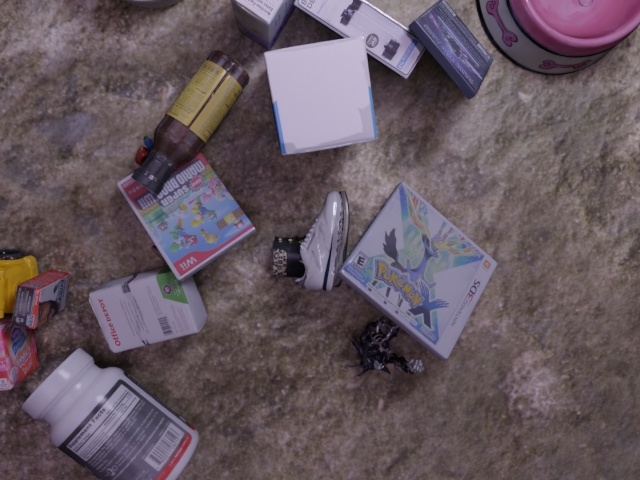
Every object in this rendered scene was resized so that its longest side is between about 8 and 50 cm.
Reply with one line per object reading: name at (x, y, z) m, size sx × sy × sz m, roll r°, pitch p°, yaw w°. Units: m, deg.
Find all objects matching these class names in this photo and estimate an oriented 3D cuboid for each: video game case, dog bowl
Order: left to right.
video game case at (-0.309, -0.076, 1.160) m, size 0.204 × 0.025 × 0.285 m, roll -35°, pitch 75°, yaw -9°
video game case at (0.243, 0.067, 1.220) m, size 0.329 × 0.036 × 0.300 m, roll 39°, pitch 66°, yaw -7°
video game case at (0.299, -0.435, 1.129) m, size 0.196 × 0.274 × 0.026 m, roll 47°, pitch 131°, yaw -9°
dog bowl at (0.583, -0.604, 1.170) m, size 0.407 × 0.150 × 0.409 m, roll -1°, pitch 98°, yaw -4°

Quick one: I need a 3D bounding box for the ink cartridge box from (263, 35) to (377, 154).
ink cartridge box at (-0.007, -0.306, 1.093) m, size 0.197 × 0.270 × 0.198 m, roll -10°, pitch 105°, yaw -2°

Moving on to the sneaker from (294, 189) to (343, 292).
sneaker at (0.000, 0.000, 1.157) m, size 0.094 × 0.090 × 0.235 m, roll 10°, pitch 94°, yaw 11°

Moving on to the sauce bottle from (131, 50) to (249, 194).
sauce bottle at (-0.298, -0.262, 1.142) m, size 0.111 × 0.111 × 0.344 m, roll 36°, pitch 84°, yaw -8°

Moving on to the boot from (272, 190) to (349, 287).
boot at (-0.024, -0.009, 1.234) m, size 0.178 × 0.085 × 0.237 m, roll 5°, pitch 96°, yaw -2°

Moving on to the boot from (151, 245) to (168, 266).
boot at (-0.369, 0.072, 1.240) m, size 0.118 × 0.042 × 0.087 m, roll 24°, pitch 101°, yaw -3°

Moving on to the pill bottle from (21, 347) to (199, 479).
pill bottle at (-0.486, 0.433, 1.192) m, size 0.363 × 0.210 × 0.210 m, roll 42°, pitch 93°, yaw -8°

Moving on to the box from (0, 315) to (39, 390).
box at (-0.844, 0.265, 1.174) m, size 0.299 × 0.142 × 0.154 m, roll -6°, pitch 98°, yaw -4°

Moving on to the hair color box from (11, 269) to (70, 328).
hair color box at (-0.635, 0.131, 1.161) m, size 0.053 × 0.167 × 0.093 m, roll 12°, pitch 97°, yaw -6°

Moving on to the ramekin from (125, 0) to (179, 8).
ramekin at (-0.379, -0.639, 1.099) m, size 0.272 × 0.127 × 0.273 m, roll -1°, pitch 98°, yaw -4°

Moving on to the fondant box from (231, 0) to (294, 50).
fondant box at (-0.060, -0.593, 1.074) m, size 0.096 × 0.238 × 0.330 m, roll 33°, pitch 94°, yaw -9°

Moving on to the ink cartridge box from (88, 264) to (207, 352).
ink cartridge box at (-0.403, 0.156, 1.199) m, size 0.219 × 0.093 × 0.160 m, roll -14°, pitch 105°, yaw 7°

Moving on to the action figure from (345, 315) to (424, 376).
action figure at (0.185, 0.246, 1.257) m, size 0.164 × 0.141 × 0.276 m, roll 43°, pitch 90°, yaw -15°

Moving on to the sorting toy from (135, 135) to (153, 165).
sorting toy at (-0.396, -0.219, 1.197) m, size 0.101 × 0.061 × 0.042 m, roll -32°, pitch 65°, yaw -7°

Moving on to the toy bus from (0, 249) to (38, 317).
toy bus at (-0.784, 0.106, 1.125) m, size 0.220 × 0.211 × 0.150 m, roll 6°, pitch 99°, yaw -4°

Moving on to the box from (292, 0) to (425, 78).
box at (0.089, -0.479, 1.130) m, size 0.289 × 0.169 × 0.087 m, roll 31°, pitch 109°, yaw -7°
